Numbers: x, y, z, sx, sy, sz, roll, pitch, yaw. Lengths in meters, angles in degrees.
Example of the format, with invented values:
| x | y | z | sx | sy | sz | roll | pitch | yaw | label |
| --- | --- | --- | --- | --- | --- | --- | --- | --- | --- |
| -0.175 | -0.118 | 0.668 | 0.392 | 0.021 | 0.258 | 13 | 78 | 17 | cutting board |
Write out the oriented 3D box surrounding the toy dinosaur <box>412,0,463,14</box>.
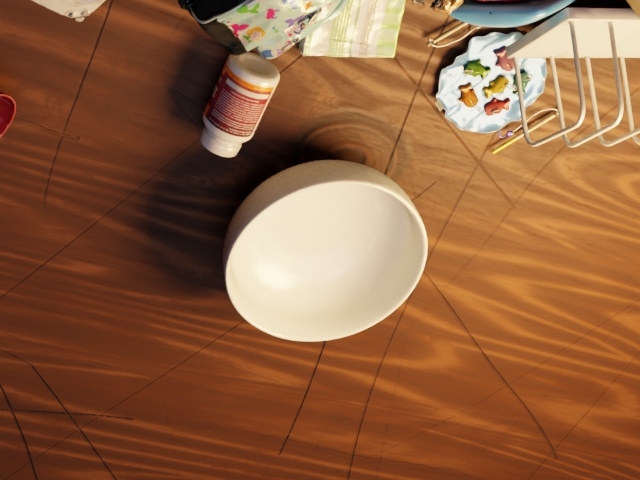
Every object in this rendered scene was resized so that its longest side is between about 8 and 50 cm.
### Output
| x | y | z | sx | sy | sz | roll | pitch | yaw | label |
| --- | --- | --- | --- | --- | --- | --- | --- | --- | --- |
| 0.171 | -0.476 | 1.648 | 0.218 | 0.322 | 0.164 | 16 | 164 | 6 | toy dinosaur |

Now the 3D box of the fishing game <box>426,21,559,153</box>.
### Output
| x | y | z | sx | sy | sz | roll | pitch | yaw | label |
| --- | --- | --- | --- | --- | --- | --- | --- | --- | --- |
| 0.276 | -0.248 | 1.958 | 0.189 | 0.041 | 0.264 | -28 | 129 | 6 | fishing game |

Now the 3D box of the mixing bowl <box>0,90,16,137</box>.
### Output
| x | y | z | sx | sy | sz | roll | pitch | yaw | label |
| --- | --- | --- | --- | --- | --- | --- | --- | --- | --- |
| -0.541 | -0.180 | 1.760 | 0.181 | 0.181 | 0.098 | -45 | 80 | 22 | mixing bowl |

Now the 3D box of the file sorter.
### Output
| x | y | z | sx | sy | sz | roll | pitch | yaw | label |
| --- | --- | --- | --- | --- | --- | --- | --- | --- | --- |
| 0.455 | -0.240 | 1.847 | 0.277 | 0.173 | 0.193 | -3 | 172 | -19 | file sorter |

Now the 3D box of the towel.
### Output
| x | y | z | sx | sy | sz | roll | pitch | yaw | label |
| --- | --- | --- | --- | --- | --- | --- | --- | --- | --- |
| 0.049 | -0.327 | 1.852 | 0.152 | 0.023 | 0.113 | 1 | 128 | -14 | towel |

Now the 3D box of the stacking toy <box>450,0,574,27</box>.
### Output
| x | y | z | sx | sy | sz | roll | pitch | yaw | label |
| --- | --- | --- | --- | --- | --- | --- | --- | --- | --- |
| 0.267 | -0.467 | 1.726 | 0.175 | 0.165 | 0.302 | 8 | 119 | 36 | stacking toy |

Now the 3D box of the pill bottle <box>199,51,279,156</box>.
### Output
| x | y | z | sx | sy | sz | roll | pitch | yaw | label |
| --- | --- | --- | --- | --- | --- | --- | --- | --- | --- |
| -0.128 | -0.206 | 1.866 | 0.086 | 0.086 | 0.152 | 14 | 123 | -23 | pill bottle |

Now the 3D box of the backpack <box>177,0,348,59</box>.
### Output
| x | y | z | sx | sy | sz | roll | pitch | yaw | label |
| --- | --- | --- | --- | --- | --- | --- | --- | --- | --- |
| -0.059 | -0.387 | 1.650 | 0.253 | 0.225 | 0.191 | -35 | 145 | 18 | backpack |

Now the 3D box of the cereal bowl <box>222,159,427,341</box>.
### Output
| x | y | z | sx | sy | sz | roll | pitch | yaw | label |
| --- | --- | --- | --- | --- | --- | --- | --- | --- | --- |
| 0.000 | 0.000 | 2.025 | 0.339 | 0.141 | 0.339 | -6 | 129 | -8 | cereal bowl |

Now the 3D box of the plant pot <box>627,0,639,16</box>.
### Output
| x | y | z | sx | sy | sz | roll | pitch | yaw | label |
| --- | --- | --- | --- | --- | --- | --- | --- | --- | --- |
| 0.598 | -0.438 | 1.645 | 0.323 | 0.280 | 0.323 | -1 | 94 | -19 | plant pot |

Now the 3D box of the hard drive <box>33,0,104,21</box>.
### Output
| x | y | z | sx | sy | sz | roll | pitch | yaw | label |
| --- | --- | --- | --- | --- | --- | --- | --- | --- | --- |
| -0.294 | -0.438 | 1.559 | 0.339 | 0.064 | 0.237 | -35 | 145 | 27 | hard drive |
